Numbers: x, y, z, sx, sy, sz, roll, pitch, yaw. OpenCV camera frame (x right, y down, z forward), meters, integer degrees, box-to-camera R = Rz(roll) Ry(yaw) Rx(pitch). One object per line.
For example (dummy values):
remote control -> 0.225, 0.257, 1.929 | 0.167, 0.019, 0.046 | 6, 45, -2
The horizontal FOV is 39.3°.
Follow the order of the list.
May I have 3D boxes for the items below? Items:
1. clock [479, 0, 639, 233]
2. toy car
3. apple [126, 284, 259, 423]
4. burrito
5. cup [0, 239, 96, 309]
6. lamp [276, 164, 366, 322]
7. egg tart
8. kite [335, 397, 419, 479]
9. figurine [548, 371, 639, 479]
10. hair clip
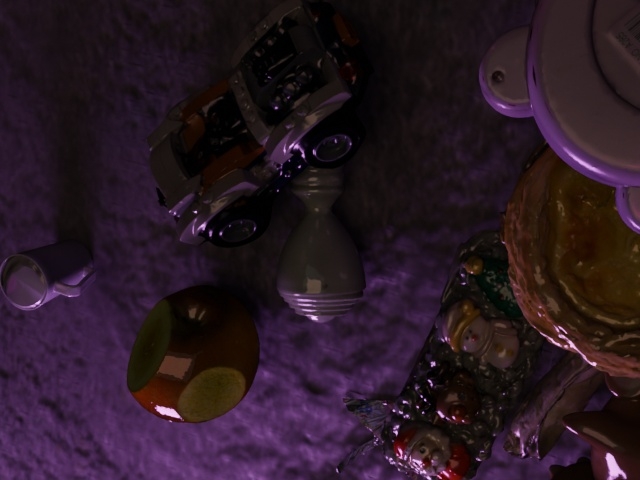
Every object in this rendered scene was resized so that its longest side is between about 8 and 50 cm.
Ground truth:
clock -> 0.327, -0.186, 0.801 | 0.295, 0.113, 0.322 | 44, 100, 10
toy car -> -0.072, -0.136, 0.989 | 0.301, 0.118, 0.193 | -40, 54, 28
apple -> -0.155, 0.133, 1.097 | 0.146, 0.163, 0.147 | 59, 144, 41
burrito -> 0.275, 0.163, 0.986 | 0.058, 0.063, 0.229 | 33, 113, -9
cup -> -0.346, 0.045, 1.178 | 0.104, 0.116, 0.074 | 14, 108, 19
lamp -> 0.000, 0.000, 1.039 | 0.106, 0.106, 0.192 | 2, 96, 22
egg tart -> 0.315, -0.003, 0.887 | 0.279, 0.095, 0.278 | -4, 78, 17
kite -> 0.074, 0.249, 1.121 | 0.157, 0.011, 0.139 | -42, 84, 25
figurine -> 0.302, 0.268, 0.931 | 0.173, 0.177, 0.247 | -20, 126, 8
hair clip -> 0.165, 0.150, 1.008 | 0.138, 0.091, 0.321 | 24, 111, 13
